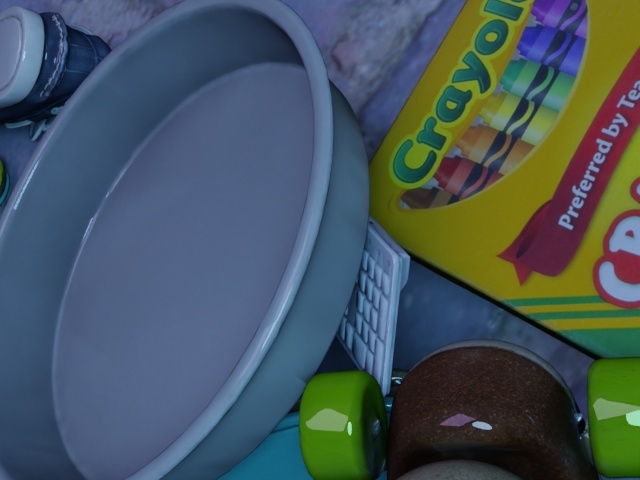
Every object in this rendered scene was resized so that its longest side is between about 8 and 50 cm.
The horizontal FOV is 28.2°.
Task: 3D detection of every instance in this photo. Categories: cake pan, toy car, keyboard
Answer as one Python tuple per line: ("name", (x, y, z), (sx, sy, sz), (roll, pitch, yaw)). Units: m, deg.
("cake pan", (-0.085, 0.008, 0.675), (0.293, 0.054, 0.293), (-26, 50, 36))
("toy car", (0.060, 0.140, 0.508), (0.155, 0.148, 0.188), (-5, 22, 18))
("keyboard", (0.000, 0.000, 0.701), (0.256, 0.014, 0.072), (-128, 46, -66))

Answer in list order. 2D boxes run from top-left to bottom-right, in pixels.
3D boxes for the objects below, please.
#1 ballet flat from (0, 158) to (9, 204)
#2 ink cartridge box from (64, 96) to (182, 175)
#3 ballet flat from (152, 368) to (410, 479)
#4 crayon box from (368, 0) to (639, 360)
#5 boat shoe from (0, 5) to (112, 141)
("ballet flat", (-0.353, -0.034, 1.025), (0.231, 0.077, 0.077), (-16, 59, 31))
("ink cartridge box", (-0.103, -0.037, 0.829), (0.127, 0.072, 0.175), (-34, 52, 36))
("ballet flat", (-0.067, 0.158, 0.712), (0.349, 0.123, 0.123), (-37, 52, 15))
("crayon box", (0.150, -0.046, 0.656), (0.319, 0.081, 0.202), (29, 88, 42))
("boat shoe", (-0.232, -0.128, 0.972), (0.254, 0.079, 0.095), (-7, 75, 58))
